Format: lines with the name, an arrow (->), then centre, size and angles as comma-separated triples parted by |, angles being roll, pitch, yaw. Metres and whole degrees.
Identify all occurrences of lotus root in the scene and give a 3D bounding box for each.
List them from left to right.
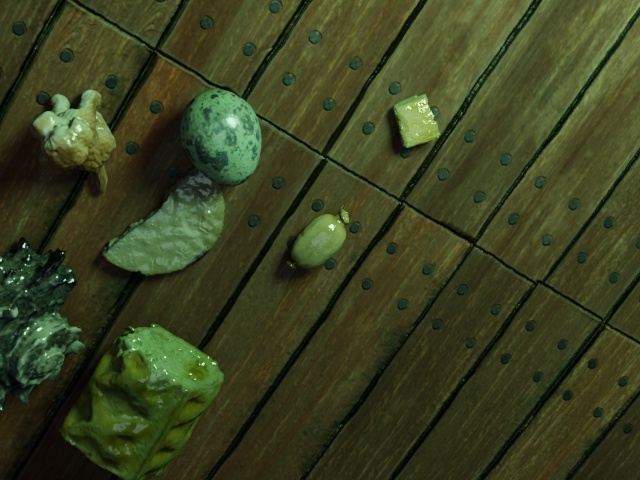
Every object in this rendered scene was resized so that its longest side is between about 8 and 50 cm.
lotus root -> 0.000, 0.000, 1.627 | 0.150, 0.062, 0.073 | -44, 110, 11

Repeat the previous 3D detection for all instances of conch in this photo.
conch -> -0.515, 0.154, 1.568 | 0.240, 0.186, 0.313 | 9, 92, -39

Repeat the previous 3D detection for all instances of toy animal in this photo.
toy animal -> -0.387, -0.135, 1.460 | 0.104, 0.185, 0.184 | -16, 112, -3

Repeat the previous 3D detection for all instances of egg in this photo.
egg -> -0.162, -0.168, 1.506 | 0.132, 0.132, 0.172 | -19, 124, 0

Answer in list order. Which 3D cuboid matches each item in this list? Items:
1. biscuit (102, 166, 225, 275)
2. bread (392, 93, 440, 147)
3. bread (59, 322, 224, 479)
biscuit -> -0.256, -0.015, 1.605 | 0.250, 0.032, 0.133 | -41, 110, 8
bread -> 0.165, -0.208, 1.585 | 0.070, 0.035, 0.083 | -22, 106, 1
bread -> -0.322, 0.295, 1.635 | 0.196, 0.238, 0.252 | 42, 99, 22
